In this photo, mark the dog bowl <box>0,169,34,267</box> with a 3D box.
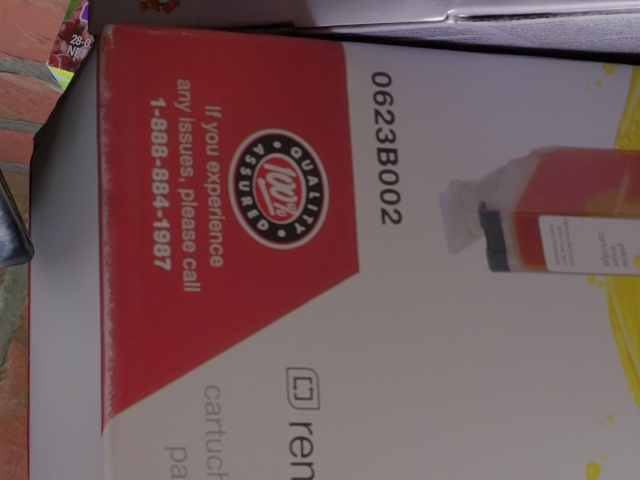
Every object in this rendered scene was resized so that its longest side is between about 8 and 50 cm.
[{"bbox_3d":[-0.254,-0.148,0.692,0.150,0.408,0.408,-25,176,-8],"label":"dog bowl"}]

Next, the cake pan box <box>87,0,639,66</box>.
[{"bbox_3d":[0.078,-0.102,0.781,0.267,0.070,0.246,1,-179,29],"label":"cake pan box"}]

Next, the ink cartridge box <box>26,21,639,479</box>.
[{"bbox_3d":[0.086,0.079,0.752,0.385,0.279,0.160,3,163,-19],"label":"ink cartridge box"}]

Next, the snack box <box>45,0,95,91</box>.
[{"bbox_3d":[-0.021,-0.135,1.037,0.207,0.174,0.070,18,166,10],"label":"snack box"}]
